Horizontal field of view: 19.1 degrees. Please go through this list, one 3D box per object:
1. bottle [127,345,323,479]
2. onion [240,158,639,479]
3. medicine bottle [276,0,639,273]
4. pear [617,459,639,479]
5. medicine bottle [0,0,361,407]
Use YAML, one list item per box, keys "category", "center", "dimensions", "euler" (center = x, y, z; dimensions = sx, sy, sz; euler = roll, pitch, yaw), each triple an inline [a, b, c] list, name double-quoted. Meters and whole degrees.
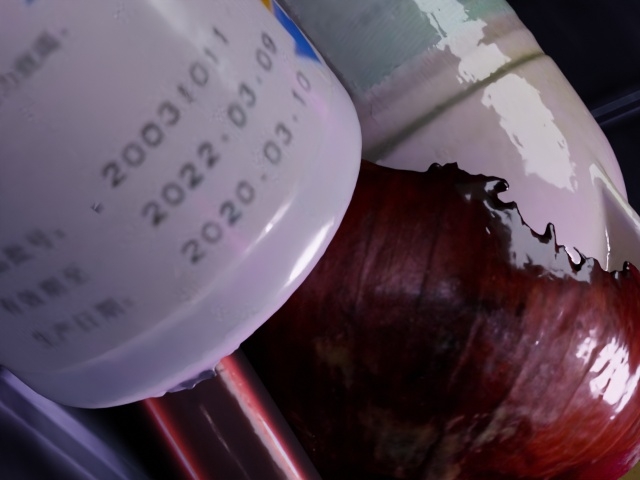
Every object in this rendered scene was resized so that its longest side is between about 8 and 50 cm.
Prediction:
- category: "bottle"
  center: [-0.036, 0.090, 0.803]
  dimensions: [0.164, 0.060, 0.060]
  euler: [57, 10, 20]
- category: "onion"
  center: [0.026, 0.069, 0.924]
  dimensions: [0.272, 0.195, 0.272]
  euler: [25, -17, 8]
- category: "medicine bottle"
  center: [0.053, -0.047, 1.217]
  dimensions: [0.406, 0.235, 0.236]
  euler: [54, 9, 6]
- category: "pear"
  center: [0.302, 0.208, 1.347]
  dimensions: [0.309, 0.309, 0.309]
  euler: [51, 9, -11]
- category: "medicine bottle"
  center: [-0.128, -0.088, 0.656]
  dimensions: [0.293, 0.170, 0.170]
  euler: [49, 10, -30]
